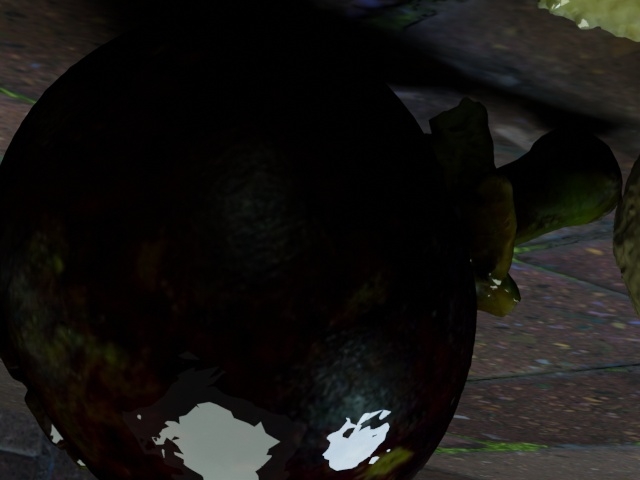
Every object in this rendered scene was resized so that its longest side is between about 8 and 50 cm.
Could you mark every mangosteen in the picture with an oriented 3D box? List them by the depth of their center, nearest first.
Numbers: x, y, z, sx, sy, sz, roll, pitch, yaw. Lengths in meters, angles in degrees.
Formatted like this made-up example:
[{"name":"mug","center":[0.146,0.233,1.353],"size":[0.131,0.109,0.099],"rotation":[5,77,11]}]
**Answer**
[{"name":"mangosteen","center":[0.000,0.000,0.745],"size":[0.289,0.231,0.231],"rotation":[-25,173,-14]}]

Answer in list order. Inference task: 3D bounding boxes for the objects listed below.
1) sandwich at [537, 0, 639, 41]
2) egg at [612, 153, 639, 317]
[{"name":"sandwich","center":[0.117,-0.083,0.433],"size":[0.162,0.058,0.193],"rotation":[-3,136,47]},{"name":"egg","center":[0.175,0.000,0.686],"size":[0.116,0.140,0.118],"rotation":[6,179,5]}]
